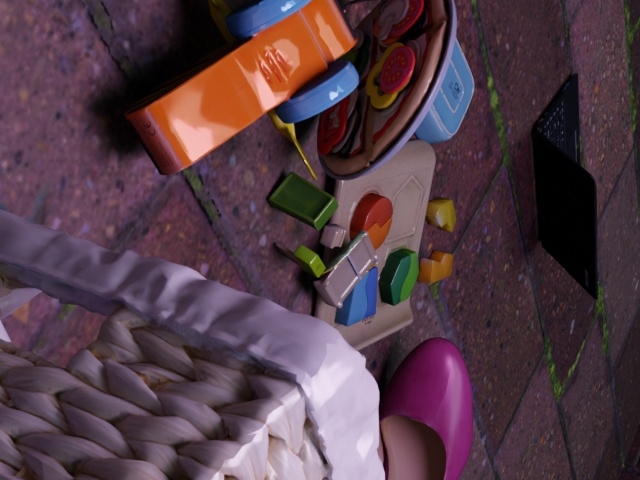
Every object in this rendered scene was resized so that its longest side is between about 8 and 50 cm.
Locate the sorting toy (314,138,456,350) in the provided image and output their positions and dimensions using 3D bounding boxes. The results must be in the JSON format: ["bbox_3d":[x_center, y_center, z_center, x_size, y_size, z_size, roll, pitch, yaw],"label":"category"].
[{"bbox_3d":[0.096,0.000,1.116,0.307,0.041,0.229,-17,117,-55],"label":"sorting toy"}]

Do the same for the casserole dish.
[{"bbox_3d":[0.134,-0.187,1.107,0.114,0.037,0.188,-65,148,-17],"label":"casserole dish"}]

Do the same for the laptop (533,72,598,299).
[{"bbox_3d":[0.413,-0.090,1.498,0.264,0.137,0.234,-49,140,-37],"label":"laptop"}]

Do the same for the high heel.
[{"bbox_3d":[0.088,0.305,1.135,0.181,0.127,0.377,-22,125,-65],"label":"high heel"}]

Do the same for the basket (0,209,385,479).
[{"bbox_3d":[-0.157,0.194,0.518,0.266,0.328,0.331,-44,137,-38],"label":"basket"}]

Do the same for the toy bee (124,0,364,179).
[{"bbox_3d":[-0.027,-0.144,0.775,0.298,0.162,0.195,-14,100,-22],"label":"toy bee"}]

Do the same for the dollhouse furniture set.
[{"bbox_3d":[0.000,0.000,0.952,0.076,0.059,0.151,-51,148,-14],"label":"dollhouse furniture set"}]

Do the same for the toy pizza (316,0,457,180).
[{"bbox_3d":[0.047,-0.150,0.859,0.032,0.201,0.201,23,81,-26],"label":"toy pizza"}]
